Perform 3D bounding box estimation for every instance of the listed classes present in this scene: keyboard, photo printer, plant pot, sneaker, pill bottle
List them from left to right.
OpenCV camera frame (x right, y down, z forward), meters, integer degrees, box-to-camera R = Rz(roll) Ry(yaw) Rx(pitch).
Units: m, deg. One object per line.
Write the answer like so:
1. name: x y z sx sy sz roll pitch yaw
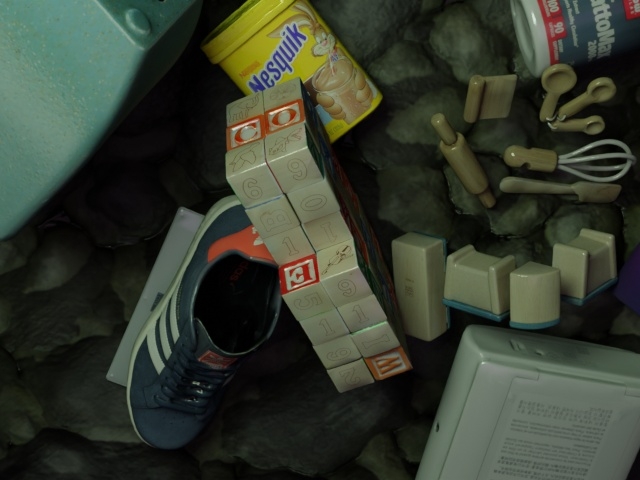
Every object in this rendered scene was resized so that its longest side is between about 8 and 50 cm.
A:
1. plant pot: -0.257 -0.200 0.907 0.252 0.247 0.248 -29 112 37
2. keyboard: -0.187 0.081 1.196 0.072 0.014 0.256 24 109 -6
3. sneaker: -0.133 0.124 1.128 0.131 0.148 0.350 13 113 -22
4. photo printer: 0.260 0.269 1.227 0.256 0.107 0.308 10 115 -8
5. pill bottle: 0.300 -0.246 1.024 0.180 0.108 0.108 -16 112 5

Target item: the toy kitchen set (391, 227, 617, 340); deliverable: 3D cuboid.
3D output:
1. toy kitchen set: 0.217 0.051 1.150 0.166 0.207 0.122 -24 119 -40

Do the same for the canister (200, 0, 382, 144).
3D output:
1. canister: -0.028 -0.186 1.058 0.126 0.073 0.170 -37 110 14

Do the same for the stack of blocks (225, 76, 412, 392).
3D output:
1. stack of blocks: 0.000 0.000 1.033 0.087 0.171 0.297 -20 130 10

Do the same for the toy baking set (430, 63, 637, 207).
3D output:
1. toy baking set: 0.242 -0.097 1.080 0.196 0.030 0.256 -14 139 20

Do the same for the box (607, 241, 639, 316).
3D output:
1. box: 0.477 0.007 1.080 0.103 0.184 0.261 9 117 -46
